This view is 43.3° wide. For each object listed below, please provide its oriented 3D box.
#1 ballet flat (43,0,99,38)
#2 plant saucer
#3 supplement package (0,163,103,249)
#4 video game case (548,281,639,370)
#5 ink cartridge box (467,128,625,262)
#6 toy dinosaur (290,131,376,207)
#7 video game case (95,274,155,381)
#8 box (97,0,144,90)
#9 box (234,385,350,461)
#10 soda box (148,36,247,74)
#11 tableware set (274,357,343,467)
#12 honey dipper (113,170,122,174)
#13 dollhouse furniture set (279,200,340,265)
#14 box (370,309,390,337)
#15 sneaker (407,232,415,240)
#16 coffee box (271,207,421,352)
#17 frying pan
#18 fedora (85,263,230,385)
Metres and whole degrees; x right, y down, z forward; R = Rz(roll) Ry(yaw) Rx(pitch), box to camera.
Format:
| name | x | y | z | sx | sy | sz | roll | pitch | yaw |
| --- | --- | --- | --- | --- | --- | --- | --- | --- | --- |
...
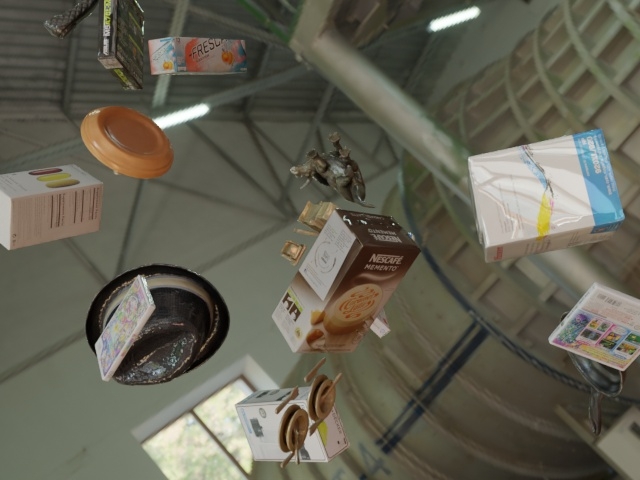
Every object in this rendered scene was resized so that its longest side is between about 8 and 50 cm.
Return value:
| name | x | y | z | sx | sy | sz | roll | pitch | yaw |
| --- | --- | --- | --- | --- | --- | --- | --- | --- | --- |
| ballet flat | -0.498 | -0.477 | 1.654 | 0.057 | 0.049 | 0.173 | -36 | 19 | 50 |
| plant saucer | -0.392 | -0.211 | 1.665 | 0.200 | 0.200 | 0.037 | -23 | -24 | -52 |
| supplement package | -0.665 | -0.086 | 1.935 | 0.244 | 0.139 | 0.134 | -17 | -53 | -46 |
| video game case | 0.501 | 0.152 | 1.397 | 0.019 | 0.157 | 0.143 | -86 | 21 | -54 |
| ink cartridge box | 0.388 | -0.073 | 1.428 | 0.232 | 0.168 | 0.171 | -12 | -13 | 8 |
| toy dinosaur | 0.057 | -0.165 | 2.033 | 0.121 | 0.313 | 0.160 | -48 | -34 | -15 |
| video game case | -0.262 | 0.115 | 1.074 | 0.011 | 0.087 | 0.122 | 27 | -78 | -31 |
| box | -0.413 | -0.430 | 1.680 | 0.045 | 0.184 | 0.191 | -4 | -9 | 3 |
| box | -0.076 | 0.465 | 2.042 | 0.289 | 0.169 | 0.087 | -14 | 7 | 45 |
| soda box | -0.206 | -0.314 | 1.379 | 0.183 | 0.062 | 0.058 | -18 | -73 | -54 |
| tableware set | -0.016 | 0.315 | 1.462 | 0.194 | 0.039 | 0.128 | -39 | -50 | -54 |
| honey dipper | -0.541 | -0.247 | 2.151 | 0.030 | 0.030 | 0.161 | -32 | -35 | -37 |
| dollhouse furniture set | 0.000 | 0.000 | 1.933 | 0.161 | 0.101 | 0.182 | -62 | 17 | -5 |
| box | 0.100 | 0.148 | 2.089 | 0.038 | 0.186 | 0.145 | -40 | 26 | 14 |
| sneaker | 0.141 | -0.006 | 1.888 | 0.084 | 0.152 | 0.058 | 42 | -123 | -35 |
| coffee box | 0.041 | 0.075 | 1.391 | 0.141 | 0.098 | 0.247 | 4 | -53 | -39 |
| frying pan | 0.600 | 0.292 | 1.706 | 0.053 | 0.326 | 0.197 | -26 | 11 | -11 |
| fedora | -0.365 | 0.216 | 1.777 | 0.334 | 0.334 | 0.152 | -51 | 20 | 19 |
